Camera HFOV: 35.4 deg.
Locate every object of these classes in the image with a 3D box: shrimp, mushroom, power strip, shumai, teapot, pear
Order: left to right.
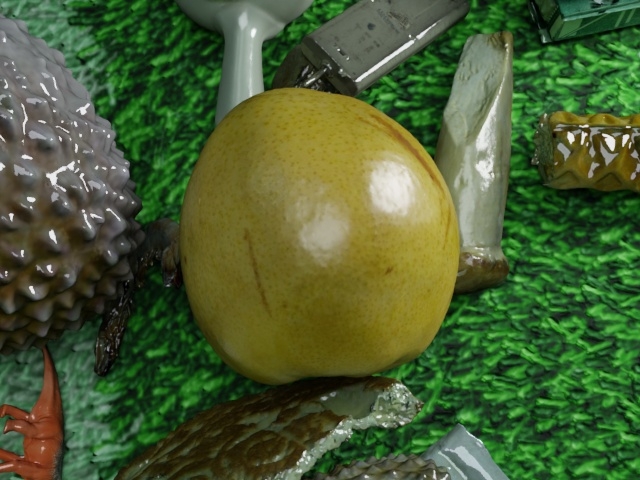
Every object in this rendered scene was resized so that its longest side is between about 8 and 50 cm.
[{"bbox_3d":[-0.199,0.065,1.119,0.035,0.148,0.195,24,80,-33],"label":"shrimp"},{"bbox_3d":[-0.079,-0.294,1.179,0.220,0.149,0.318,-33,80,19],"label":"teapot"},{"bbox_3d":[-0.009,-0.188,1.224,0.080,0.082,0.083,27,54,-34],"label":"shumai"},{"bbox_3d":[0.000,0.000,1.058,0.315,0.314,0.314,0,77,-1],"label":"pear"},{"bbox_3d":[0.070,-0.249,1.204,0.092,0.034,0.268,47,61,8],"label":"power strip"},{"bbox_3d":[0.180,-0.099,1.182,0.087,0.107,0.333,-2,76,32],"label":"mushroom"}]

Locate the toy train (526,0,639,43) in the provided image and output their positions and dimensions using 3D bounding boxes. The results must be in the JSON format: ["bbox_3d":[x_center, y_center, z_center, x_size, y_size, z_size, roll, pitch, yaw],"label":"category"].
[{"bbox_3d":[0.383,-0.337,1.213,0.270,0.154,0.115,-12,79,-4],"label":"toy train"}]

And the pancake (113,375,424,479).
[{"bbox_3d":[-0.070,0.229,1.064,0.377,0.197,0.054,-20,109,4],"label":"pancake"}]

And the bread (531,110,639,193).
[{"bbox_3d":[0.391,-0.105,1.195,0.270,0.098,0.087,1,119,-2],"label":"bread"}]

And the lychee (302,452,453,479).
[{"bbox_3d":[0.050,0.347,1.010,0.255,0.255,0.274,37,49,7],"label":"lychee"}]

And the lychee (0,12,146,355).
[{"bbox_3d":[-0.388,-0.055,1.014,0.432,0.380,0.380,37,78,-14],"label":"lychee"}]

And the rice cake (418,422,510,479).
[{"bbox_3d":[0.200,0.314,1.115,0.085,0.040,0.226,-40,81,-10],"label":"rice cake"}]

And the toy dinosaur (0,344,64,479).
[{"bbox_3d":[-0.320,0.248,1.108,0.102,0.055,0.279,13,73,-22],"label":"toy dinosaur"}]
